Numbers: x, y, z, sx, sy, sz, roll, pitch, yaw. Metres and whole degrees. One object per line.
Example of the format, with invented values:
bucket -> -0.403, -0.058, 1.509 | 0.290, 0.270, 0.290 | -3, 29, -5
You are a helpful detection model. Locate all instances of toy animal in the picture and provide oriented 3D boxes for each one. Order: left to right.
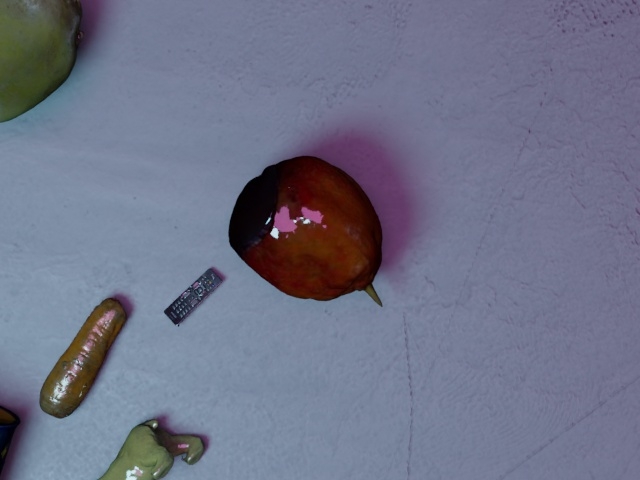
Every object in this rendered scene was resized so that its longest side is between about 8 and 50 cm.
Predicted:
toy animal -> -0.269, 0.336, 1.573 | 0.101, 0.103, 0.219 | 36, 89, 19

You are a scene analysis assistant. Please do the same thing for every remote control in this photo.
remote control -> -0.179, 0.080, 1.614 | 0.091, 0.016, 0.034 | -44, 73, -3

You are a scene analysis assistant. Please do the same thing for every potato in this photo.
potato -> -0.487, -0.279, 1.520 | 0.326, 0.221, 0.243 | 19, 78, -4

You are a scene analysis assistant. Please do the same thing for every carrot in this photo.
carrot -> -0.329, 0.162, 1.586 | 0.060, 0.060, 0.186 | 30, 87, 0

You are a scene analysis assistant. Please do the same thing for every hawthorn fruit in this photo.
hawthorn fruit -> 0.000, 0.000, 1.540 | 0.251, 0.189, 0.189 | 41, 87, -3

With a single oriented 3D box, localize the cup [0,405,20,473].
cup -> -0.556, 0.327, 1.496 | 0.255, 0.178, 0.256 | 18, 88, -30
